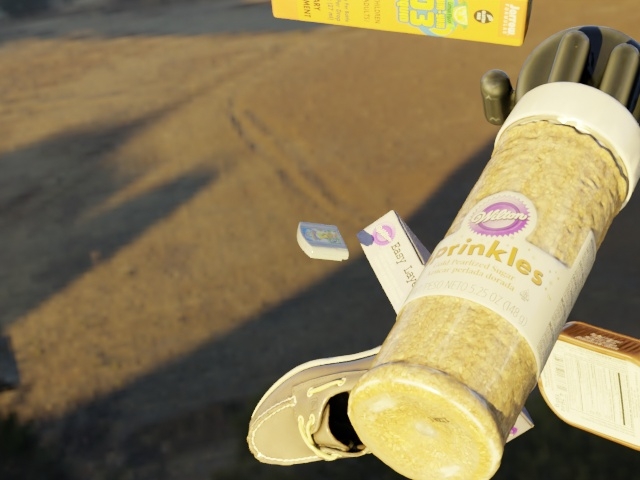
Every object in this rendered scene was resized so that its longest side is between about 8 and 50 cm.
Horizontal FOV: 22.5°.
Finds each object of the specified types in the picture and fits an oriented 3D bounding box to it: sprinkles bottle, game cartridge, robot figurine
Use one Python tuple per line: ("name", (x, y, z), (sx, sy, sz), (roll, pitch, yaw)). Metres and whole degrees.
("sprinkles bottle", (0.146, 0.026, 1.253), (0.121, 0.121, 0.355), (1, 42, 34))
("game cartridge", (0.000, 0.000, 1.994), (0.056, 0.017, 0.083), (2, 24, -14))
("robot figurine", (0.311, -0.142, 1.882), (0.173, 0.209, 0.278), (-33, -16, -3))

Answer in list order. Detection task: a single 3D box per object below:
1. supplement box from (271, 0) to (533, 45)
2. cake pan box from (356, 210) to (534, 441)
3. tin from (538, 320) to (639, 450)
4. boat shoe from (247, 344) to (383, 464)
("supplement box", (0.074, -0.237, 1.437), (0.233, 0.078, 0.080), (6, 57, 8))
("cake pan box", (0.161, 0.112, 2.077), (0.070, 0.267, 0.246), (-31, -32, 6))
("tin", (0.283, 0.144, 1.572), (0.040, 0.106, 0.190), (-26, 24, -30))
("boat shoe", (0.032, 0.200, 1.879), (0.324, 0.116, 0.097), (-23, 18, 33))
